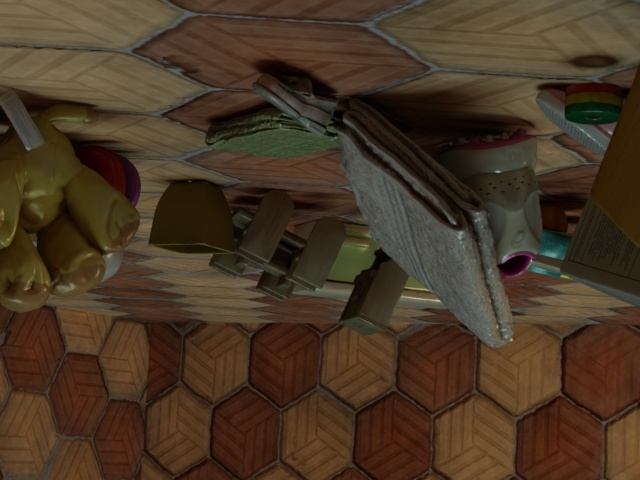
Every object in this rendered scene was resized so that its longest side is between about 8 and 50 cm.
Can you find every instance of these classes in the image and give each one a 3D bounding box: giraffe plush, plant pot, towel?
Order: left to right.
[{"bbox_3d":[-0.307,-0.044,1.402,0.181,0.210,0.170,-21,-167,-35],"label":"giraffe plush"},{"bbox_3d":[-0.158,-0.029,1.758,0.081,0.083,0.081,-2,170,26],"label":"plant pot"},{"bbox_3d":[-0.037,-0.106,1.382,0.110,0.027,0.148,7,170,-34],"label":"towel"},{"bbox_3d":[0.101,-0.009,1.355,0.187,0.049,0.282,45,170,30],"label":"towel"}]

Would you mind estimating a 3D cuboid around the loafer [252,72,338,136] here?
[{"bbox_3d":[-0.020,-0.127,1.223,0.045,0.039,0.125,36,-177,24],"label":"loafer"}]

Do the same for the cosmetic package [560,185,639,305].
[{"bbox_3d":[0.351,-0.001,1.211,0.113,0.160,0.309,22,-179,-23],"label":"cosmetic package"}]

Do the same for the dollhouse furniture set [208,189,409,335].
[{"bbox_3d":[0.000,0.000,1.886,0.242,0.161,0.212,27,167,-10],"label":"dollhouse furniture set"}]

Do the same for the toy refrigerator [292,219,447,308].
[{"bbox_3d":[0.097,0.038,2.080,0.269,0.102,0.094,8,171,-27],"label":"toy refrigerator"}]

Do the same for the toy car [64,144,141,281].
[{"bbox_3d":[-0.267,-0.047,1.568,0.136,0.159,0.182,-34,167,3],"label":"toy car"}]

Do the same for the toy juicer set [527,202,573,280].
[{"bbox_3d":[0.243,-0.012,1.772,0.209,0.090,0.329,15,-178,10],"label":"toy juicer set"}]

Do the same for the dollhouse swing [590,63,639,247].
[{"bbox_3d":[0.381,-0.017,0.758,0.346,0.305,0.315,4,132,-10],"label":"dollhouse swing"}]

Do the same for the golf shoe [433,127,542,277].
[{"bbox_3d":[0.163,-0.022,1.462,0.115,0.140,0.306,-12,173,-2],"label":"golf shoe"}]

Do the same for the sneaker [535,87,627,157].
[{"bbox_3d":[0.255,-0.109,1.216,0.134,0.070,0.051,33,179,-2],"label":"sneaker"}]

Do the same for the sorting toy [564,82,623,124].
[{"bbox_3d":[0.336,-0.118,1.091,0.274,0.046,0.132,4,172,-5],"label":"sorting toy"}]
